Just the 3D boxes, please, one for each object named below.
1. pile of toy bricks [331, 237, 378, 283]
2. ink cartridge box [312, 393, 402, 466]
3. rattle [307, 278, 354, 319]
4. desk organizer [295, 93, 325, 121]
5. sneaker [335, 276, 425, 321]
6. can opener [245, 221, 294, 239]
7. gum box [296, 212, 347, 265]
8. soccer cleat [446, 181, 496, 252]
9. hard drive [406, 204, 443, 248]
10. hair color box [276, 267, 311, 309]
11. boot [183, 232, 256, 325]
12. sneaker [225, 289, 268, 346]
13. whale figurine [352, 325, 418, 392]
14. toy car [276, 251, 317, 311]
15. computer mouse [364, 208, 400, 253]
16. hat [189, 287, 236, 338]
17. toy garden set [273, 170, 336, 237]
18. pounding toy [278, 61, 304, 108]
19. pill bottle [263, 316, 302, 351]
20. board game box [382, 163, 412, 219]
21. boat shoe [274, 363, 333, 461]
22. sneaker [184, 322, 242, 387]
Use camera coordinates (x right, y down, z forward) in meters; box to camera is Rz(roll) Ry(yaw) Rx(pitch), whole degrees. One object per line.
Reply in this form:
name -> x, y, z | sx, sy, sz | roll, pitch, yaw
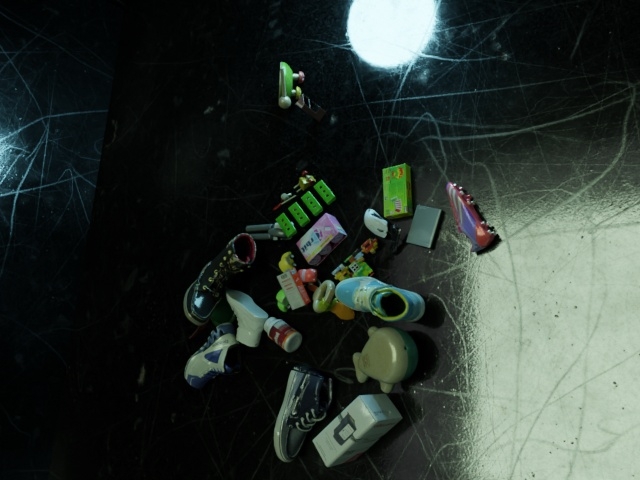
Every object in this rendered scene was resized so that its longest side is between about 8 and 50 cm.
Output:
pile of toy bricks -> 0.143, 0.092, 1.720 | 0.212, 0.118, 0.105 | -44, 86, 11
ink cartridge box -> 0.120, 0.603, 1.545 | 0.237, 0.172, 0.100 | -49, 54, 17
rattle -> 0.039, 0.212, 1.807 | 0.199, 0.142, 0.130 | -170, 89, -75
desk organizer -> -0.039, -0.549, 2.002 | 0.050, 0.130, 0.047 | -54, 52, 11
sneaker -> 0.165, 0.182, 1.568 | 0.318, 0.208, 0.127 | 8, 85, 27
can opener -> -0.223, -0.040, 2.040 | 0.280, 0.093, 0.074 | -2, 77, 42
gum box -> 0.000, 0.000, 1.868 | 0.188, 0.062, 0.107 | -45, 55, 19
soccer cleat -> 0.455, -0.079, 1.531 | 0.095, 0.083, 0.248 | -42, 59, 27
hard drive -> 0.353, -0.047, 1.635 | 0.094, 0.022, 0.135 | 16, 88, 39
hair color box -> -0.101, 0.182, 1.817 | 0.072, 0.043, 0.141 | -25, 91, 33
boot -> -0.410, 0.150, 1.998 | 0.284, 0.138, 0.377 | -41, 18, 29
sneaker -> -0.330, 0.328, 2.008 | 0.292, 0.108, 0.169 | 32, 110, 51
whale figurine -> 0.212, 0.386, 1.580 | 0.272, 0.141, 0.216 | -45, 51, 50
toy car -> -0.124, 0.177, 1.906 | 0.239, 0.053, 0.225 | 32, 104, 50
computer mouse -> 0.208, -0.043, 1.713 | 0.193, 0.042, 0.106 | 42, 140, 41
hat -> -0.479, 0.292, 2.082 | 0.173, 0.183, 0.208 | -47, 55, 18
toy garden set -> -0.077, -0.150, 1.948 | 0.244, 0.049, 0.204 | -40, 56, 4
pounding toy -> -0.126, -0.676, 2.108 | 0.237, 0.110, 0.183 | -100, 13, -64
pill bottle -> -0.150, 0.361, 1.873 | 0.152, 0.086, 0.086 | 28, 96, 39
board game box -> 0.273, -0.173, 1.716 | 0.092, 0.043, 0.181 | -10, 72, 35
boat shoe -> -0.056, 0.620, 1.702 | 0.158, 0.127, 0.341 | 0, 77, 45
sneaker -> -0.436, 0.520, 2.026 | 0.316, 0.127, 0.182 | -55, 50, 11
